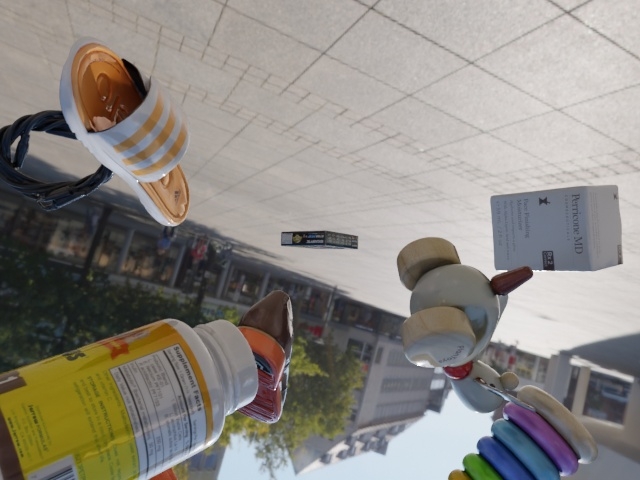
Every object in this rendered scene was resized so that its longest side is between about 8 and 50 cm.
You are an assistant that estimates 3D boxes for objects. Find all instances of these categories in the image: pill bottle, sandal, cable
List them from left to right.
[{"bbox_3d":[-0.403,-0.133,0.799,0.047,0.185,0.150,-111,-5,-55],"label":"cable"},{"bbox_3d":[-0.160,0.135,0.412,0.215,0.117,0.117,-16,-164,-41],"label":"pill bottle"},{"bbox_3d":[-0.166,-0.101,0.534,0.076,0.102,0.265,2,155,9],"label":"sandal"}]

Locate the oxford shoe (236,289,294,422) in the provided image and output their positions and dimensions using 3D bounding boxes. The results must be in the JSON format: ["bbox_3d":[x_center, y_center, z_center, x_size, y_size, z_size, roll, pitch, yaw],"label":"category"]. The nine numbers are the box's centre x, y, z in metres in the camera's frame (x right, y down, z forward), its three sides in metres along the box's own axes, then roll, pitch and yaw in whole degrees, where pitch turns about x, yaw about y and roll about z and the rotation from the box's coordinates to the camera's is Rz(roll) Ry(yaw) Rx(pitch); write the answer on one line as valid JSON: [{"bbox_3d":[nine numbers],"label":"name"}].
[{"bbox_3d":[-0.075,0.165,0.684,0.097,0.098,0.271,25,143,3],"label":"oxford shoe"}]

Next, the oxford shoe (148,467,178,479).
[{"bbox_3d":[-0.448,0.670,1.345,0.133,0.363,0.130,-38,142,22],"label":"oxford shoe"}]

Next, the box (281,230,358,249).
[{"bbox_3d":[0.000,0.000,1.719,0.175,0.051,0.220,-1,176,32],"label":"box"}]

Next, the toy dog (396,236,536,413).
[{"bbox_3d":[0.219,0.120,0.687,0.161,0.220,0.334,-18,154,21],"label":"toy dog"}]

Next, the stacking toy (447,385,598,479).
[{"bbox_3d":[0.257,0.382,0.791,0.141,0.330,0.141,49,174,6],"label":"stacking toy"}]

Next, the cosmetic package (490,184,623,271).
[{"bbox_3d":[0.445,-0.021,0.970,0.151,0.151,0.184,-5,-179,-41],"label":"cosmetic package"}]
